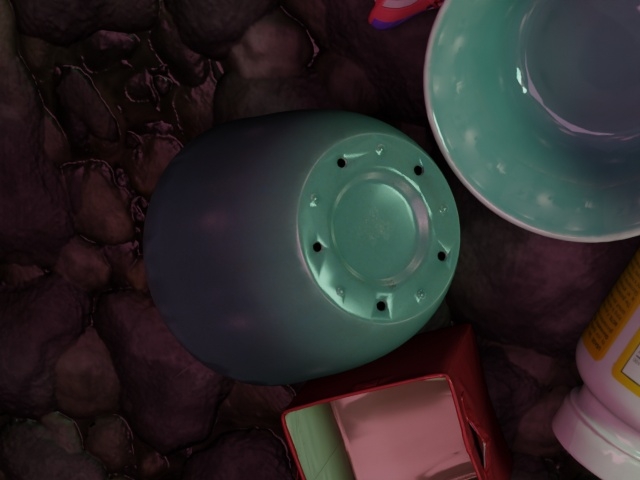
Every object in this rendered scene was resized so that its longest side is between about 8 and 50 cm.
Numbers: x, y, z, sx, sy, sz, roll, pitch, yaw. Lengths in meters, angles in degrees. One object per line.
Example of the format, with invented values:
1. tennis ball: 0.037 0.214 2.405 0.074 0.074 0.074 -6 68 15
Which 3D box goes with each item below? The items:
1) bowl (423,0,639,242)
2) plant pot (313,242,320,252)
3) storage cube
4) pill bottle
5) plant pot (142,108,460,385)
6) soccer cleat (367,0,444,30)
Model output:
1. bowl: 0.273 -0.171 1.319 0.311 0.163 0.312 9 114 20
2. plant pot: -0.066 0.035 1.501 0.109 0.096 0.109 7 104 13
3. storage cube: 0.089 0.218 1.455 0.215 0.193 0.184 -16 99 18
4. pill bottle: 0.382 0.093 1.357 0.188 0.188 0.334 31 108 5
5. plant pot: 0.000 0.000 1.330 0.235 0.293 0.293 -11 104 61
6. soccer cleat: 0.153 -0.298 1.381 0.095 0.083 0.248 44 106 -4
